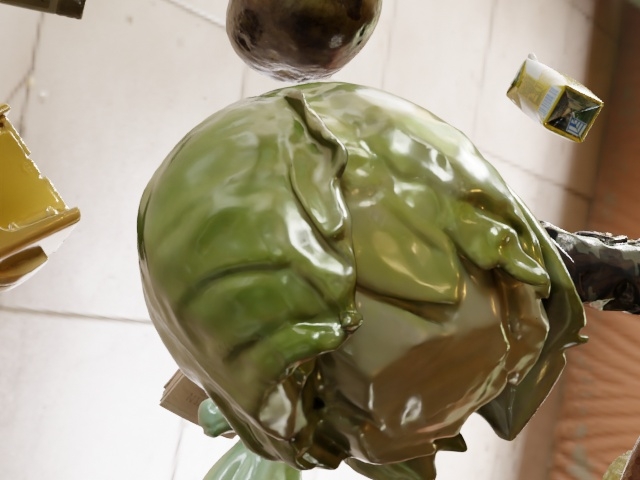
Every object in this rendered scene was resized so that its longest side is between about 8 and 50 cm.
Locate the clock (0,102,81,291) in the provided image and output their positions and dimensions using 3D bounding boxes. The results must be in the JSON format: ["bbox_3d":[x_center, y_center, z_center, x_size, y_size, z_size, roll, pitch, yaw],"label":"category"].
[{"bbox_3d":[-0.530,-0.026,1.636,0.317,0.200,0.244,-31,82,-46],"label":"clock"}]

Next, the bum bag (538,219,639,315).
[{"bbox_3d":[0.376,0.041,1.587,0.340,0.095,0.144,6,58,-26],"label":"bum bag"}]

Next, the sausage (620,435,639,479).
[{"bbox_3d":[0.445,0.300,1.525,0.076,0.102,0.302,-57,168,-81],"label":"sausage"}]

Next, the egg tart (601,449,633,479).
[{"bbox_3d":[0.520,0.402,1.657,0.123,0.294,0.294,71,38,-54],"label":"egg tart"}]

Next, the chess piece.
[{"bbox_3d":[-0.092,0.322,1.639,0.175,0.175,0.298,33,59,-58],"label":"chess piece"}]

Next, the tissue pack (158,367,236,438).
[{"bbox_3d":[-0.163,0.249,2.184,0.325,0.170,0.071,-49,-161,44],"label":"tissue pack"}]

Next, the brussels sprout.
[{"bbox_3d":[0.019,0.020,1.127,0.342,0.361,0.425,-38,143,8],"label":"brussels sprout"}]

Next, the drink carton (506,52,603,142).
[{"bbox_3d":[0.304,-0.199,1.602,0.075,0.084,0.200,-65,-161,15],"label":"drink carton"}]

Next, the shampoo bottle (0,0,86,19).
[{"bbox_3d":[-0.453,-0.387,1.727,0.056,0.227,0.086,-114,-143,-65],"label":"shampoo bottle"}]

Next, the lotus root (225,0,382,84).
[{"bbox_3d":[-0.024,-0.265,1.383,0.141,0.169,0.314,-68,-170,-24],"label":"lotus root"}]
